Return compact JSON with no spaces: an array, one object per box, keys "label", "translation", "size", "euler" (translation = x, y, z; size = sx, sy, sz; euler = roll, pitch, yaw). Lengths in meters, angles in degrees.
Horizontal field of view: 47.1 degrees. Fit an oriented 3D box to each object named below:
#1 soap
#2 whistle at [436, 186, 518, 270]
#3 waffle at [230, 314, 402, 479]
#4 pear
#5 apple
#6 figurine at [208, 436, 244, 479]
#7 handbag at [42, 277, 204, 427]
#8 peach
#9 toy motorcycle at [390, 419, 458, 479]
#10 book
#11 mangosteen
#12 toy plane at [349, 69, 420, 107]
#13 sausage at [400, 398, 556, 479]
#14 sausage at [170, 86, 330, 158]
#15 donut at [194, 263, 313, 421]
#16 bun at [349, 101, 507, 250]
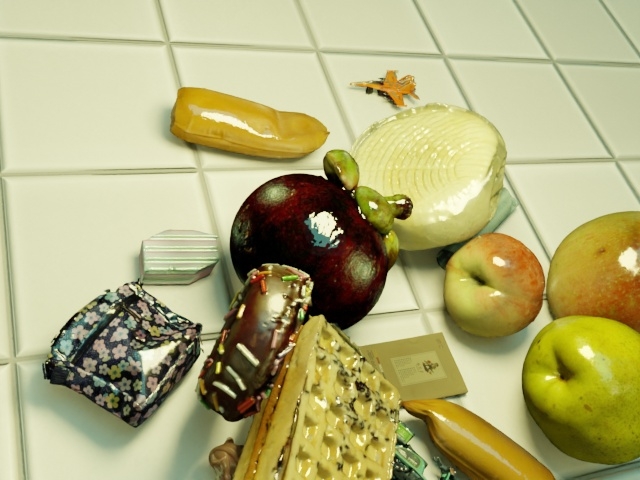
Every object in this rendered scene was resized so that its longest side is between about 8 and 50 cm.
[{"label":"soap","translation":[-0.270,0.031,1.411],"size":[0.149,0.056,0.100],"euler":[0,57,-21]},{"label":"whistle","translation":[0.372,-0.031,1.706],"size":[0.062,0.062,0.312],"euler":[42,51,11]},{"label":"waffle","translation":[0.009,0.335,1.175],"size":[0.261,0.114,0.376],"euler":[45,37,-23]},{"label":"pear","translation":[0.523,0.280,1.403],"size":[0.294,0.294,0.294],"euler":[11,52,-14]},{"label":"apple","translation":[0.671,0.084,1.597],"size":[0.319,0.277,0.319],"euler":[11,53,-15]},{"label":"figurine","translation":[-0.127,0.388,1.166],"size":[0.126,0.114,0.157],"euler":[43,32,-37]},{"label":"handbag","translation":[-0.328,0.186,1.227],"size":[0.208,0.127,0.228],"euler":[29,50,9]},{"label":"peach","translation":[0.365,0.097,1.527],"size":[0.232,0.232,0.232],"euler":[11,52,-14]},{"label":"toy motorcycle","translation":[0.178,0.410,1.303],"size":[0.173,0.058,0.100],"euler":[40,45,13]},{"label":"book","translation":[0.181,0.255,1.446],"size":[0.199,0.016,0.138],"euler":[-5,57,-24]},{"label":"mangosteen","translation":[-0.009,0.010,1.362],"size":[0.330,0.330,0.330],"euler":[11,52,-14]},{"label":"toy plane","translation":[0.164,-0.394,1.905],"size":[0.188,0.062,0.135],"euler":[-6,57,-9]},{"label":"sausage","translation":[0.279,0.375,1.339],"size":[0.328,0.112,0.112],"euler":[36,50,7]},{"label":"sausage","translation":[-0.152,-0.249,1.632],"size":[0.354,0.116,0.134],"euler":[10,38,-18]},{"label":"donut","translation":[-0.105,0.152,1.131],"size":[0.103,0.269,0.269],"euler":[25,50,-8]},{"label":"bun","translation":[0.239,-0.120,1.615],"size":[0.364,0.202,0.364],"euler":[-9,49,11]}]
